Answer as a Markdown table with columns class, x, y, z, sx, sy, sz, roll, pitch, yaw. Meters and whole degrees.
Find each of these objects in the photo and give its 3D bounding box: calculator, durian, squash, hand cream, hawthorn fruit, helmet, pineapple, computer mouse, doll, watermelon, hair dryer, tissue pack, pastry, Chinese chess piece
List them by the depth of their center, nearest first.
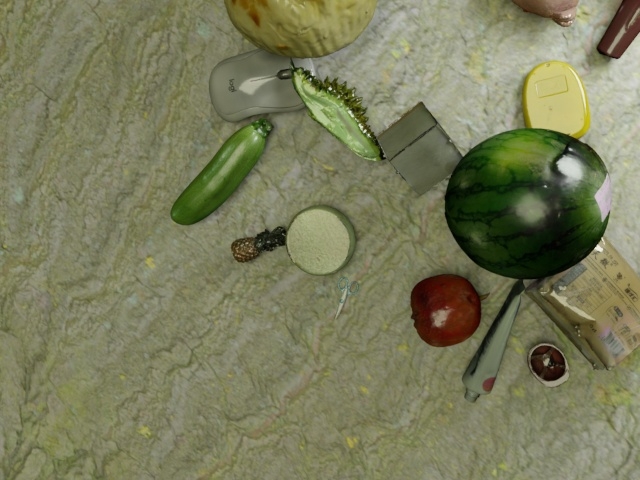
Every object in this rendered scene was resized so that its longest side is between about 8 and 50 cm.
| class | x | y | z | sx | sy | sz | roll | pitch | yaw |
| --- | --- | --- | --- | --- | --- | --- | --- | --- | --- |
| hair dryer | 0.822 | -0.502 | 1.353 | 0.341 | 0.123 | 0.312 | 23 | 113 | 2 |
| watermelon | 0.446 | -0.079 | 1.370 | 0.364 | 0.363 | 0.363 | 2 | 97 | 16 |
| doll | 0.544 | -0.648 | 1.379 | 0.201 | 0.156 | 0.303 | 32 | 100 | 12 |
| tissue pack | 0.639 | 0.143 | 1.431 | 0.215 | 0.123 | 0.256 | -40 | 90 | -2 |
| pastry | -0.047 | -0.621 | 1.439 | 0.389 | 0.312 | 0.388 | -6 | 60 | 10 |
| calculator | 0.557 | -0.306 | 1.473 | 0.146 | 0.032 | 0.234 | -12 | 91 | 18 |
| helmet | 0.558 | 0.301 | 1.530 | 0.089 | 0.057 | 0.111 | -28 | 83 | 14 |
| hawthorn fruit | 0.322 | 0.166 | 1.535 | 0.201 | 0.179 | 0.179 | -18 | 91 | -3 |
| hand cream | 0.435 | 0.254 | 1.539 | 0.078 | 0.124 | 0.340 | 23 | 107 | 10 |
| durian | 0.039 | -0.337 | 1.580 | 0.375 | 0.106 | 0.132 | 45 | 111 | -1 |
| computer mouse | -0.164 | -0.415 | 1.632 | 0.297 | 0.121 | 0.184 | -5 | 93 | 18 |
| Chinese chess piece | 0.000 | 0.000 | 1.652 | 0.189 | 0.083 | 0.188 | 2 | 97 | 13 |
| squash | -0.270 | -0.175 | 1.697 | 0.107 | 0.107 | 0.395 | 47 | 105 | 7 |
| pineapple | -0.164 | 0.009 | 1.709 | 0.159 | 0.074 | 0.074 | -21 | 90 | 10 |

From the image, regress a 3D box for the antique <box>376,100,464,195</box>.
| class | x | y | z | sx | sy | sz | roll | pitch | yaw |
| --- | --- | --- | --- | --- | --- | --- | --- | --- | --- |
| antique | 0.239 | -0.225 | 1.503 | 0.147 | 0.148 | 0.152 | -36 | 126 | 17 |

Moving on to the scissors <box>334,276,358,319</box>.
| class | x | y | z | sx | sy | sz | roll | pitch | yaw |
| --- | --- | --- | --- | --- | --- | --- | --- | --- | --- |
| scissors | 0.061 | 0.160 | 1.684 | 0.058 | 0.014 | 0.119 | 22 | 98 | 14 |
